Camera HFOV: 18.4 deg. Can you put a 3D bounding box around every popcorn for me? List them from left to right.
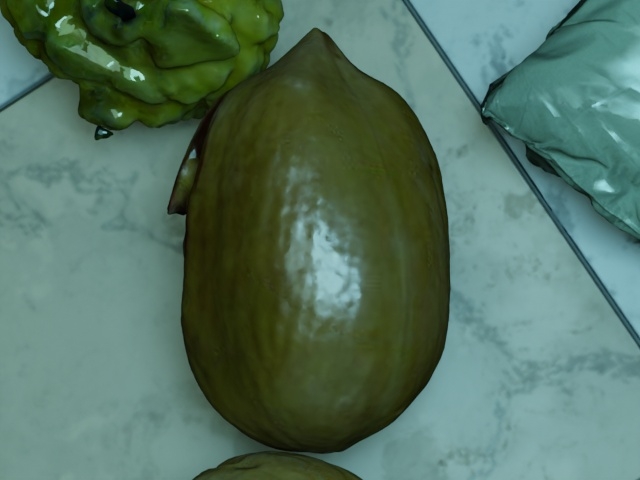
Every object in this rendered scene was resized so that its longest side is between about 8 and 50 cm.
[{"bbox_3d":[-0.127,-0.185,1.416,0.218,0.189,0.169,39,45,-9],"label":"popcorn"}]

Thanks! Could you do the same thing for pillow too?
[{"bbox_3d":[0.315,-0.116,1.428,0.283,0.138,0.310,42,87,-2],"label":"pillow"}]

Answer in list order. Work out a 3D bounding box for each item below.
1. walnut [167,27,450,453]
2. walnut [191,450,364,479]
[{"bbox_3d":[0.000,0.000,1.387,0.203,0.203,0.298,5,87,2],"label":"walnut"},{"bbox_3d":[-0.031,0.242,1.343,0.195,0.222,0.195,6,76,-24],"label":"walnut"}]
